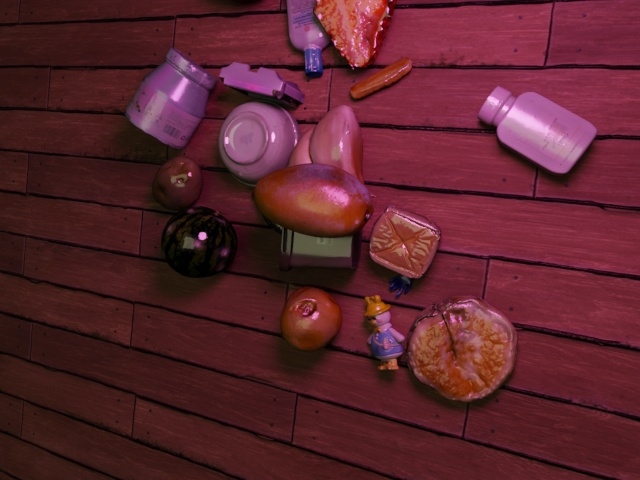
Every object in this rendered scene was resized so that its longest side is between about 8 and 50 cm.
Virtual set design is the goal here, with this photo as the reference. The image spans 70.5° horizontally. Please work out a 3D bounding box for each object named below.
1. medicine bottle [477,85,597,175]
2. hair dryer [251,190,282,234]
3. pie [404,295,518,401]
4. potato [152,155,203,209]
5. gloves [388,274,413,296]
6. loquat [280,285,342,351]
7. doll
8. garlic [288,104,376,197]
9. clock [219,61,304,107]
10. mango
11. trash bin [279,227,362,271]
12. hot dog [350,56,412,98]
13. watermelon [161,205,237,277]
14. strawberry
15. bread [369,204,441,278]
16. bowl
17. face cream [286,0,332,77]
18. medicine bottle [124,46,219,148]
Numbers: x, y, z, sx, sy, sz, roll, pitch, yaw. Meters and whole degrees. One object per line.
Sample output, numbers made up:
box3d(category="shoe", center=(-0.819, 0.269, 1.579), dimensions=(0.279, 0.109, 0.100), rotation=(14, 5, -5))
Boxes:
box3d(category="medicine bottle", center=(0.600, -0.317, 1.281), dimensions=(0.296, 0.111, 0.161), rotation=(35, 102, 14))
box3d(category="hair dryer", center=(-0.153, -0.148, 1.544), dimensions=(0.195, 0.075, 0.219), rotation=(52, 142, 19))
box3d(category="pie", center=(0.425, 0.327, 1.380), dimensions=(0.339, 0.077, 0.339), rotation=(0, 89, 17))
box3d(category="potato", center=(-0.533, -0.210, 1.690), dimensions=(0.235, 0.160, 0.178), rotation=(-23, 59, 29))
box3d(category="gloves", center=(0.260, 0.143, 1.462), dimensions=(0.086, 0.026, 0.064), rotation=(-32, 82, 18))
box3d(category="loquat", center=(-0.030, 0.262, 1.483), dimensions=(0.213, 0.213, 0.213), rotation=(0, 91, 21))
box3d(category="doll", center=(0.199, 0.292, 1.453), dimensions=(0.098, 0.135, 0.241), rotation=(-16, 87, -8))
box3d(category="garlic", center=(0.033, -0.260, 1.461), dimensions=(0.286, 0.249, 0.313), rotation=(-12, 95, 63))
box3d(category="clock", center=(-0.195, -0.527, 1.533), dimensions=(0.253, 0.186, 0.083), rotation=(19, 100, 19))
box3d(category="mango", center=(-0.032, -0.120, 1.298), dimensions=(0.383, 0.199, 0.221), rotation=(14, 53, 27))
box3d(category="trash bin", center=(0.000, 0.000, 1.467), dimensions=(0.250, 0.219, 0.220), rotation=(5, 94, 14))
box3d(category="hot dog", center=(0.197, -0.514, 1.459), dimensions=(0.215, 0.047, 0.066), rotation=(-25, 46, 19))
box3d(category="watermelon", center=(-0.432, 0.004, 1.606), dimensions=(0.268, 0.269, 0.269), rotation=(0, 91, 21))
box3d(category="strawberry", center=(0.142, -0.712, 1.429), dimensions=(0.253, 0.150, 0.280), rotation=(-31, 94, 23))
box3d(category="bread", center=(0.263, 0.004, 1.415), dimensions=(0.209, 0.110, 0.192), rotation=(22, 105, 19))
box3d(category="bowl", center=(-0.227, -0.341, 1.570), dimensions=(0.307, 0.163, 0.307), rotation=(0, 91, 17))
box3d(category="face cream", center=(-0.031, -0.724, 1.523), dimensions=(0.163, 0.080, 0.337), rotation=(-5, 90, 20))
box3d(category="medicine bottle", center=(-0.524, -0.514, 1.632), dimensions=(0.245, 0.245, 0.290), rotation=(39, 101, 16))
